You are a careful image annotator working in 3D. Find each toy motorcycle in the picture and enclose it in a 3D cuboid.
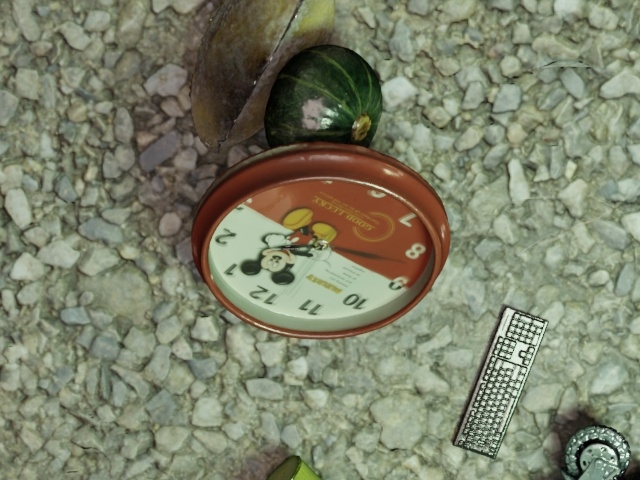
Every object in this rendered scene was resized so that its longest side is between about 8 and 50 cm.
[{"bbox_3d":[0.400,0.379,1.901,0.173,0.108,0.307,-41,97,16],"label":"toy motorcycle"}]

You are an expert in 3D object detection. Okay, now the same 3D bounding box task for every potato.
[{"bbox_3d":[-0.070,-0.240,1.837,0.120,0.100,0.261,47,117,31],"label":"potato"}]

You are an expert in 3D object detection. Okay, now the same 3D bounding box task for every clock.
[{"bbox_3d":[0.000,0.000,1.802,0.318,0.080,0.318,-1,137,-1],"label":"clock"}]

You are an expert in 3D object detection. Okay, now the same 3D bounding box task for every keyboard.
[{"bbox_3d":[0.233,0.186,1.919,0.063,0.010,0.198,19,99,-3],"label":"keyboard"}]

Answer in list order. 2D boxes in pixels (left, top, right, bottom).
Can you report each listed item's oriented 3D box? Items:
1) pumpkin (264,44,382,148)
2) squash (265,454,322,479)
[{"bbox_3d":[0.003,-0.156,1.796,0.125,0.167,0.167,30,99,14],"label":"pumpkin"},{"bbox_3d":[0.009,0.392,1.928,0.094,0.094,0.224,-39,101,7],"label":"squash"}]
